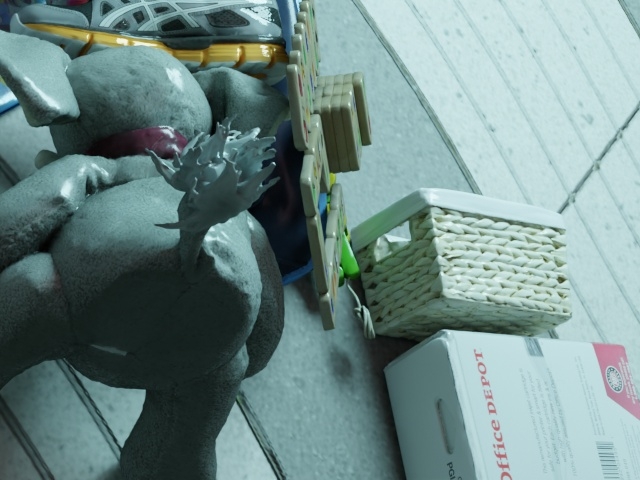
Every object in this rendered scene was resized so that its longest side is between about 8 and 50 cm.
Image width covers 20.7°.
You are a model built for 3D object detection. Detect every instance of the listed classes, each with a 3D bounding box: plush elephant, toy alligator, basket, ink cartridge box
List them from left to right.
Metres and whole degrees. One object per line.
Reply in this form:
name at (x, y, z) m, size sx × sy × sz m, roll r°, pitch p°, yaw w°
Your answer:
plush elephant at (-0.145, -0.023, 1.236) m, size 0.272 × 0.330 × 0.255 m, roll 17°, pitch 35°, yaw -27°
toy alligator at (0.000, 0.000, 1.481) m, size 0.051 × 0.056 × 0.189 m, roll -14°, pitch 70°, yaw 0°
basket at (0.125, 0.029, 1.522) m, size 0.167 × 0.113 × 0.103 m, roll 10°, pitch 63°, yaw -35°
ink cartridge box at (0.174, 0.169, 1.491) m, size 0.218 × 0.092 × 0.158 m, roll 8°, pitch 60°, yaw -38°

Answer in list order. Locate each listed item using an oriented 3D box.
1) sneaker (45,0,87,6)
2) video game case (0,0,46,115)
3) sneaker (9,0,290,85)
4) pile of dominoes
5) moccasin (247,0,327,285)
sneaker at (-0.258, -0.271, 1.388) m, size 0.111 × 0.103 × 0.252 m, roll -18°, pitch 60°, yaw -30°
video game case at (-0.266, -0.159, 1.378) m, size 0.119 × 0.015 × 0.166 m, roll 53°, pitch 44°, yaw -1°
sneaker at (-0.130, -0.164, 1.339) m, size 0.215 × 0.084 × 0.083 m, roll 2°, pitch 76°, yaw -18°
pile of dominoes at (0.013, -0.072, 1.321) m, size 0.251 × 0.040 × 0.196 m, roll -84°, pitch 166°, yaw -67°
moccasin at (-0.075, -0.132, 1.435) m, size 0.117 × 0.138 × 0.342 m, roll 2°, pitch 63°, yaw -34°
